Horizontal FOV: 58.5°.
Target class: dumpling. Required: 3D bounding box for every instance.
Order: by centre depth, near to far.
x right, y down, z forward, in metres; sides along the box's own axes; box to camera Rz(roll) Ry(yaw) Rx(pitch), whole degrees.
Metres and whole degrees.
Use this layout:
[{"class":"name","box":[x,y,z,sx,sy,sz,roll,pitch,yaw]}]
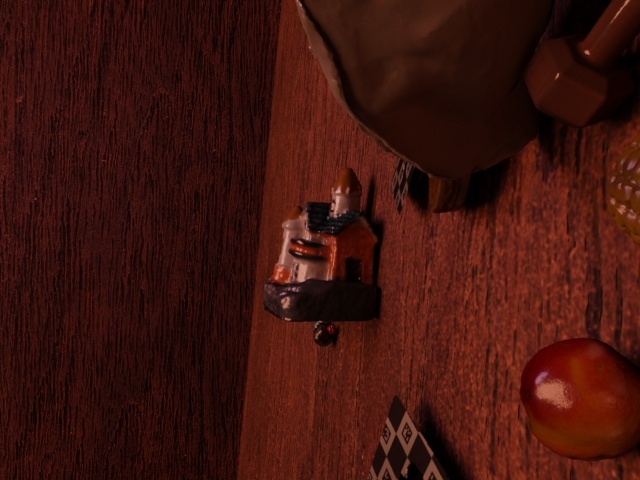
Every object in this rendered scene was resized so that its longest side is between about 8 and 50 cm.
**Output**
[{"class":"dumpling","box":[0.100,-0.231,0.535,0.181,0.260,0.341,35,150,38]}]

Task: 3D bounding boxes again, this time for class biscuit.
[{"class":"biscuit","box":[0.172,-0.135,0.728,0.181,0.049,0.208,-65,-20,-77]}]

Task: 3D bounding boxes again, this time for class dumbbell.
[{"class":"dumbbell","box":[0.253,-0.193,0.447,0.231,0.081,0.092,114,156,-51]}]

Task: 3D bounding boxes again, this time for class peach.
[{"class":"peach","box":[0.215,0.128,0.464,0.100,0.100,0.101,-174,90,-75]}]

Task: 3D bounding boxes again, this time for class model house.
[{"class":"model house","box":[0.000,0.000,1.140,0.271,0.190,0.301,-163,80,-77]}]

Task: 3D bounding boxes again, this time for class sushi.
[{"class":"sushi","box":[0.129,0.357,0.781,0.192,0.050,0.215,-126,49,-64]},{"class":"sushi","box":[0.156,-0.145,0.903,0.139,0.031,0.201,-89,12,-62]}]

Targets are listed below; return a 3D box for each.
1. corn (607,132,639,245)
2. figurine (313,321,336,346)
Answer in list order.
[{"class":"corn","box":[0.273,-0.015,0.246,0.363,0.120,0.121,-140,57,-77]},{"class":"figurine","box":[0.009,0.206,1.321,0.060,0.047,0.106,-46,13,5]}]
